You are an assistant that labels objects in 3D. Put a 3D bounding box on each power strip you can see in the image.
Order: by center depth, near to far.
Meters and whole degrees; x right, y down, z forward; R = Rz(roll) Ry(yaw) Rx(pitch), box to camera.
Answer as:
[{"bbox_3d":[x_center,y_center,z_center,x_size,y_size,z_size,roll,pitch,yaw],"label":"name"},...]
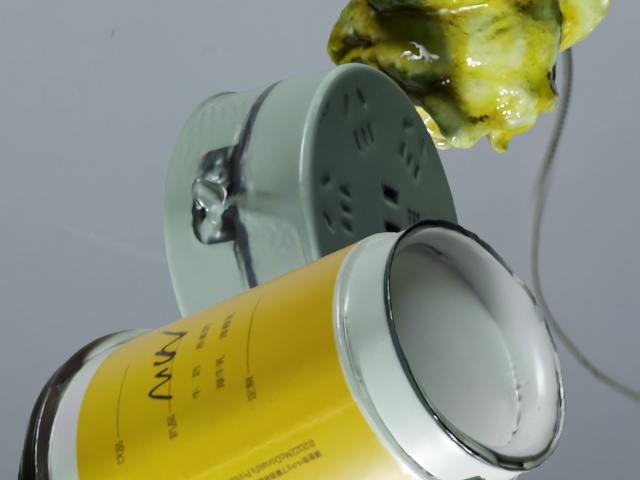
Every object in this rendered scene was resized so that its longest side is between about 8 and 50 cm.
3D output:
[{"bbox_3d":[0.000,0.000,1.364,0.161,0.357,0.357,-11,117,28],"label":"power strip"}]

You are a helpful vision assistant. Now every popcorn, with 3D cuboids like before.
[{"bbox_3d":[0.147,-0.257,1.578,0.321,0.325,0.290,25,85,-3],"label":"popcorn"}]

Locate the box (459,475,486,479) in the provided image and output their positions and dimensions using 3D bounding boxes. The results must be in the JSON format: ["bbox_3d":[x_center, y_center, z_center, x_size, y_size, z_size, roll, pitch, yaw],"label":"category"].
[{"bbox_3d":[0.001,0.208,0.429,0.177,0.148,0.195,-13,117,-6],"label":"box"}]

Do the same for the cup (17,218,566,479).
[{"bbox_3d":[-0.019,0.104,0.748,0.279,0.196,0.196,-32,113,35],"label":"cup"}]
